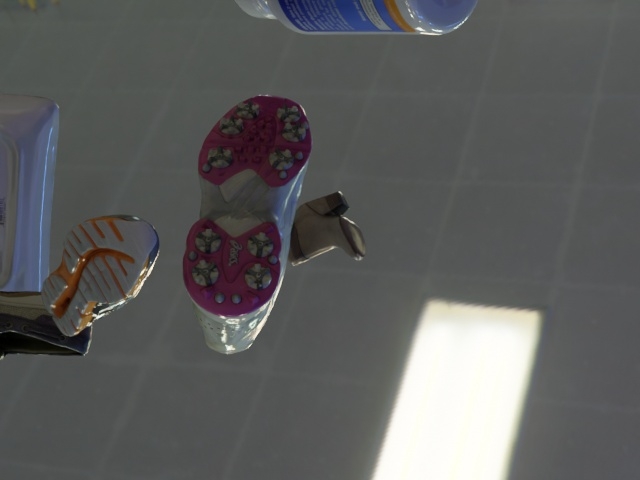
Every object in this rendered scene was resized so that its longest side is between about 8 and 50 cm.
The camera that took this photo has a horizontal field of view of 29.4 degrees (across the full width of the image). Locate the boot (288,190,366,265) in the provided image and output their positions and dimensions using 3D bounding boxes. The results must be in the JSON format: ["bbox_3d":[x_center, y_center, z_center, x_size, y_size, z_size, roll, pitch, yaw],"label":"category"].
[{"bbox_3d":[0.000,0.000,1.360,0.087,0.042,0.118,-36,-141,17],"label":"boot"}]

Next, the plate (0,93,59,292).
[{"bbox_3d":[-0.459,-0.042,1.447,0.277,0.277,0.045,5,-172,-8],"label":"plate"}]

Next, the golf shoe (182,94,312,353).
[{"bbox_3d":[-0.079,-0.020,1.275,0.115,0.140,0.306,11,-128,4],"label":"golf shoe"}]

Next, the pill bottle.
[{"bbox_3d":[0.029,-0.302,1.337,0.272,0.152,0.152,9,-127,40],"label":"pill bottle"}]

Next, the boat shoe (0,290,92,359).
[{"bbox_3d":[-0.365,0.100,1.356,0.223,0.080,0.073,-2,-118,-6],"label":"boat shoe"}]

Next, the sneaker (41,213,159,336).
[{"bbox_3d":[-0.204,0.024,1.193,0.083,0.084,0.215,-25,175,-37],"label":"sneaker"}]
